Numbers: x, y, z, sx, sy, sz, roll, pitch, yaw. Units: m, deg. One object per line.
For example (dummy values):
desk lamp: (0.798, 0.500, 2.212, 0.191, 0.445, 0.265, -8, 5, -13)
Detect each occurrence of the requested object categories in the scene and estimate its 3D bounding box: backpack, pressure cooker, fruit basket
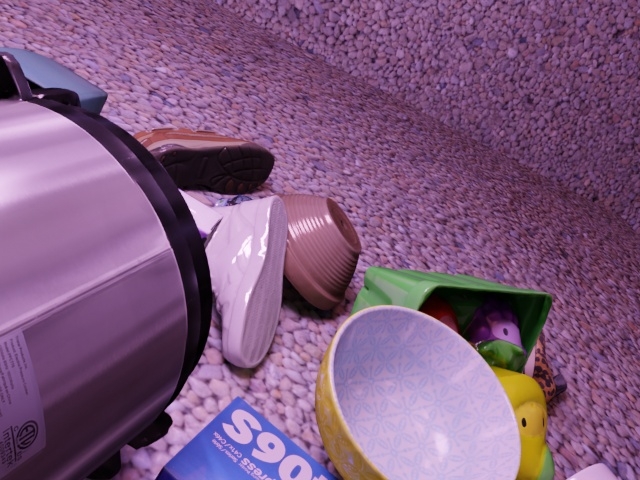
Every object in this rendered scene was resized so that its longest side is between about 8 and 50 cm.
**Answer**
backpack: (-0.153, -0.034, 1.238, 0.084, 0.105, 0.114, 15, 15, 10)
pressure cooker: (-0.305, 0.067, 0.609, 0.375, 0.370, 0.420, 41, 31, 8)
fruit basket: (0.255, 0.215, 1.113, 0.391, 0.283, 0.392, 18, 14, -5)

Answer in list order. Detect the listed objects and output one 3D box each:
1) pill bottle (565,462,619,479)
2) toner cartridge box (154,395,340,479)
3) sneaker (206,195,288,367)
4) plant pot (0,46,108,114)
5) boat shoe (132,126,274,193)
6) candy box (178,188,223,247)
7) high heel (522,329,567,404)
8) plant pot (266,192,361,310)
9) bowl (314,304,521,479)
pill bottle: (0.443, 0.482, 0.909, 0.187, 0.188, 0.334, 6, 37, -42)
toner cartridge box: (-0.017, 0.345, 0.772, 0.347, 0.075, 0.165, 37, 28, 9)
sneaker: (-0.154, 0.067, 1.083, 0.108, 0.169, 0.293, 59, 32, -51)
plant pot: (-0.476, -0.220, 1.153, 0.165, 0.166, 0.234, 32, 18, -1)
boat shoe: (-0.236, -0.177, 1.375, 0.324, 0.123, 0.120, 1, 37, -48)
candy box: (-0.254, 0.011, 0.946, 0.164, 0.196, 0.070, 30, 27, -4)
high heel: (0.404, 0.220, 1.411, 0.186, 0.093, 0.261, 2, 48, -55)
plant pot: (0.000, 0.000, 1.239, 0.237, 0.109, 0.237, 52, 18, -24)
bowl: (0.102, 0.247, 0.898, 0.289, 0.156, 0.290, 21, 41, -19)
